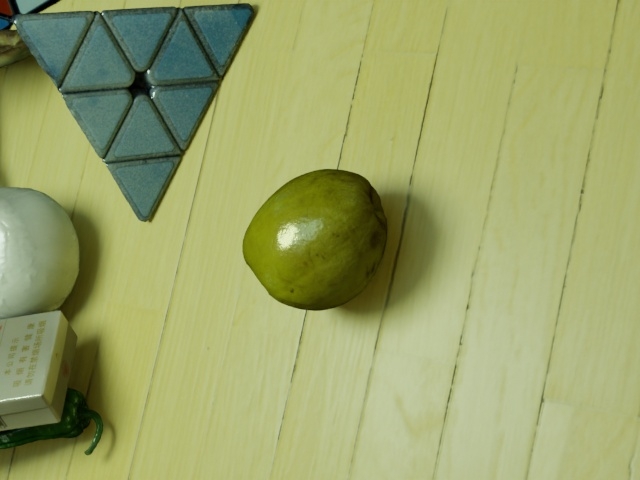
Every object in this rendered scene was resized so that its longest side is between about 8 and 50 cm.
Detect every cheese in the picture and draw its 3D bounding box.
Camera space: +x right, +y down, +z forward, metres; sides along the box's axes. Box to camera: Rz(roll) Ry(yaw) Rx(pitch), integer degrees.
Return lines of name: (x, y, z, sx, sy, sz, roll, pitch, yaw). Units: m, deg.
cheese: (-0.402, 0.023, 1.553, 0.189, 0.154, 0.198, -9, 85, 29)

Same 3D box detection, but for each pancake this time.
pancake: (-0.512, -0.249, 1.668, 0.250, 0.250, 0.031, 5, 115, 33)

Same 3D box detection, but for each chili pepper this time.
chili pepper: (-0.393, 0.224, 1.511, 0.257, 0.074, 0.100, -11, 35, 10)

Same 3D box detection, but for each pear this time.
pear: (0.000, 0.000, 1.318, 0.162, 0.149, 0.148, -36, 61, 19)

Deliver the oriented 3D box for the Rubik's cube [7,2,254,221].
Rubik's cube: (-0.253, -0.211, 1.533, 0.233, 0.228, 0.228, 27, 48, 0)

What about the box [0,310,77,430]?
box: (-0.408, 0.166, 1.478, 0.201, 0.058, 0.141, -9, 44, 12)

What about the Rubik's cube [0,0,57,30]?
Rubik's cube: (-0.479, -0.398, 1.771, 0.234, 0.284, 0.250, -63, 27, 28)
